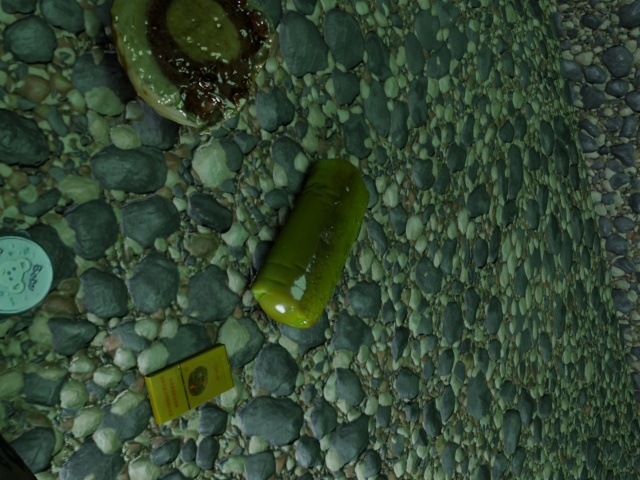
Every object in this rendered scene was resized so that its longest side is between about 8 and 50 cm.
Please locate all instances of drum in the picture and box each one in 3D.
[{"bbox_3d":[-0.473,0.012,0.717,0.253,0.049,0.130,38,63,-36],"label":"drum"}]

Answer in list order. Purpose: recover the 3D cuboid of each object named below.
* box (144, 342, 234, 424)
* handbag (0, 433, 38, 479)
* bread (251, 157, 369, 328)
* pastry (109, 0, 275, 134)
[{"bbox_3d":[-0.224,0.246,0.963,0.155,0.023,0.086,-18,97,-43],"label":"box"},{"bbox_3d":[-0.412,0.347,0.623,0.193,0.251,0.190,-37,120,-29],"label":"handbag"},{"bbox_3d":[0.000,0.000,1.135,0.166,0.112,0.383,44,58,-33],"label":"bread"},{"bbox_3d":[-0.224,-0.310,0.912,0.237,0.170,0.256,28,72,-18],"label":"pastry"}]
